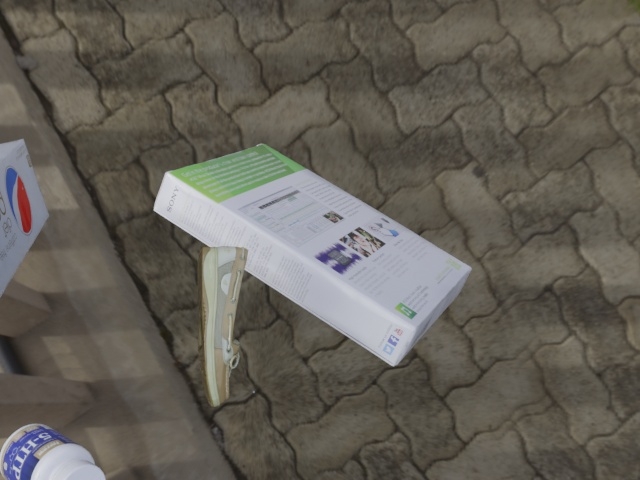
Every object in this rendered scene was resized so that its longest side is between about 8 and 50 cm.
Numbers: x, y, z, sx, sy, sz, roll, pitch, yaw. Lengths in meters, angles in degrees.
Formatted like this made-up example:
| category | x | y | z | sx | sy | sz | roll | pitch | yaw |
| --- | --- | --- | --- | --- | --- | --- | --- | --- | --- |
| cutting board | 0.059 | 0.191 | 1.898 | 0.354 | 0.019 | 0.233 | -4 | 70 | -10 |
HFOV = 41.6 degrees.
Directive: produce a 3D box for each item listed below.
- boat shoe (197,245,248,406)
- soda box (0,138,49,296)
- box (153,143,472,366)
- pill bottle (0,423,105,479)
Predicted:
| category | x | y | z | sx | sy | sz | roll | pitch | yaw |
| --- | --- | --- | --- | --- | --- | --- | --- | --- | --- |
| boat shoe | -0.092 | 0.082 | 0.809 | 0.048 | 0.056 | 0.153 | 0 | 82 | -15 |
| soda box | -0.257 | -0.010 | 0.606 | 0.069 | 0.216 | 0.074 | -13 | 110 | -2 |
| box | 0.000 | 0.000 | 0.979 | 0.322 | 0.232 | 0.058 | 33 | 115 | 14 |
| pill bottle | -0.438 | 0.381 | 1.389 | 0.112 | 0.187 | 0.112 | -11 | 105 | -44 |
